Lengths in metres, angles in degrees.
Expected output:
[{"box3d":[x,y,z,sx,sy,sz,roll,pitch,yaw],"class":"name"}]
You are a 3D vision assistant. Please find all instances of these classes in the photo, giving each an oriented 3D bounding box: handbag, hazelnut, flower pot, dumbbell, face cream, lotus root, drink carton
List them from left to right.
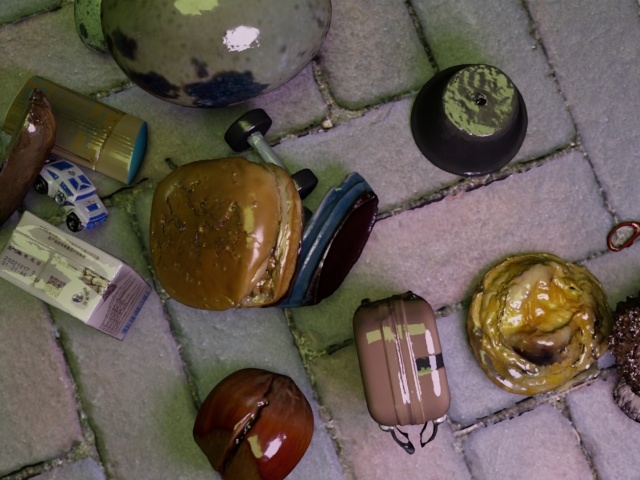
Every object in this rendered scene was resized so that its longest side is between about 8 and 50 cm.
[{"box3d":[-0.582,-0.131,1.624,0.078,0.167,0.329,24,118,-21],"class":"lotus root"},{"box3d":[-0.436,0.071,1.527,0.194,0.324,0.132,27,80,3],"class":"drink carton"},{"box3d":[-0.479,-0.223,1.694,0.285,0.067,0.139,23,73,6],"class":"face cream"},{"box3d":[-0.120,0.337,1.550,0.212,0.181,0.180,32,105,16],"class":"hazelnut"},{"box3d":[-0.096,-0.159,1.658,0.100,0.100,0.191,-37,84,-4],"class":"dumbbell"},{"box3d":[0.147,0.236,1.499,0.149,0.302,0.283,-9,87,2],"class":"handbag"},{"box3d":[0.299,-0.252,1.636,0.235,0.148,0.235,0,83,1],"class":"flower pot"}]

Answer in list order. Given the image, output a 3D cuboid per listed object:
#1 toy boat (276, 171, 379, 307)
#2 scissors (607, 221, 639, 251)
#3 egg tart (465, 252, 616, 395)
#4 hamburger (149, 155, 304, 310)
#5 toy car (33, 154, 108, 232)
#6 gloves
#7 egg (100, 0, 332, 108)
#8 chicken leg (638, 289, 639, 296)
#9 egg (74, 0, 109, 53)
[{"box3d":[0.000,0.000,1.628,0.142,0.129,0.309,23,79,40],"class":"toy boat"},{"box3d":[0.685,-0.046,1.659,0.144,0.017,0.247,38,84,6],"class":"scissors"},{"box3d":[0.422,0.153,1.589,0.297,0.132,0.297,0,77,-1],"class":"egg tart"},{"box3d":[-0.177,-0.011,1.564,0.305,0.174,0.284,-1,87,41],"class":"hamburger"},{"box3d":[-0.492,-0.097,1.661,0.170,0.080,0.070,49,124,7],"class":"toy car"},{"box3d":[0.605,0.209,1.496,0.210,0.312,0.135,22,56,30],"class":"gloves"},{"box3d":[-0.192,-0.422,1.580,0.428,0.345,0.345,-8,81,-15],"class":"egg"},{"box3d":[0.764,0.202,1.573,0.158,0.096,0.407,-41,86,-18],"class":"chicken leg"},{"box3d":[-0.428,-0.460,1.697,0.132,0.132,0.172,19,95,4],"class":"egg"}]
